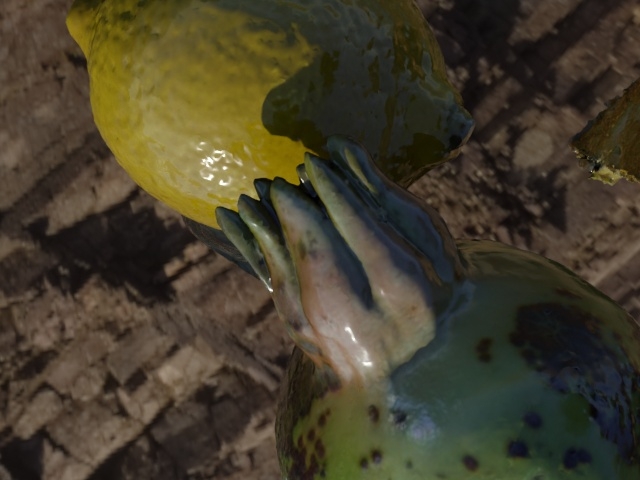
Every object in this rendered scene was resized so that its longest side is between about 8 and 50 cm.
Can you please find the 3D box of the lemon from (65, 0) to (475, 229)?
[{"bbox_3d":[-0.031,-0.093,0.698,0.244,0.187,0.187,16,115,0],"label":"lemon"}]

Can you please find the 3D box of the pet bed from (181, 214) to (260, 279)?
[{"bbox_3d":[-0.096,-0.005,1.508,0.201,0.201,0.053,47,68,-33],"label":"pet bed"}]

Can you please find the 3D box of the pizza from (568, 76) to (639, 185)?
[{"bbox_3d":[0.366,-0.097,1.237,0.074,0.251,0.288,30,138,-15],"label":"pizza"}]

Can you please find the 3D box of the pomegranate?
[{"bbox_3d":[0.071,0.065,0.636,0.204,0.222,0.276,-19,105,-31],"label":"pomegranate"}]
